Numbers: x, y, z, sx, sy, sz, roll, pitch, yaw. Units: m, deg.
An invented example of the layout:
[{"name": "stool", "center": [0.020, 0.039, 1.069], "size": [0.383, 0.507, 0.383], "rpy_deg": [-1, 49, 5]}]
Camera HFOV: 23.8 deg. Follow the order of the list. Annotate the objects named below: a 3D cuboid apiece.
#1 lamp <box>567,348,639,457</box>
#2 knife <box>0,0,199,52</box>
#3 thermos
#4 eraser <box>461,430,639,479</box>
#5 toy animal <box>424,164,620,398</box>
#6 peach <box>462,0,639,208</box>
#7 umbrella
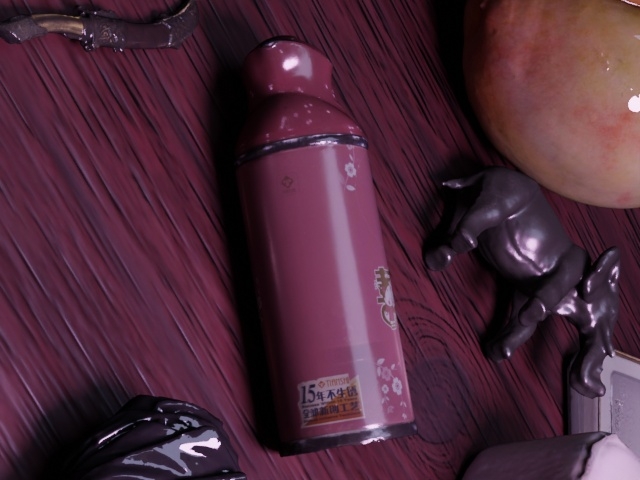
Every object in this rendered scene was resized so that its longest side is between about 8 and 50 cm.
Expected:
[{"name": "lamp", "center": [0.342, 0.261, 1.542], "size": [0.269, 0.047, 0.266], "rpy_deg": [21, 62, -42]}, {"name": "knife", "center": [-0.161, -0.158, 1.144], "size": [0.222, 0.021, 0.045], "rpy_deg": [-20, 94, -52]}, {"name": "thermos", "center": [0.004, -0.002, 1.209], "size": [0.136, 0.109, 0.330], "rpy_deg": [-2, 79, -47]}, {"name": "eraser", "center": [0.201, 0.319, 1.299], "size": [0.331, 0.150, 0.331], "rpy_deg": [13, 71, -43]}, {"name": "toy animal", "center": [0.204, 0.033, 1.411], "size": [0.146, 0.114, 0.245], "rpy_deg": [-45, 112, -44]}, {"name": "peach", "center": [0.268, -0.180, 1.461], "size": [0.292, 0.247, 0.292], "rpy_deg": [2, 83, -19]}, {"name": "umbrella", "center": [-0.182, 0.204, 0.964], "size": [0.340, 0.118, 0.118], "rpy_deg": [-30, 100, -42]}]
